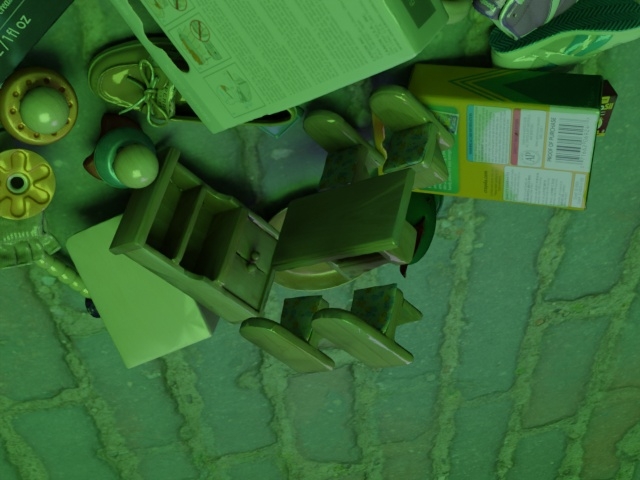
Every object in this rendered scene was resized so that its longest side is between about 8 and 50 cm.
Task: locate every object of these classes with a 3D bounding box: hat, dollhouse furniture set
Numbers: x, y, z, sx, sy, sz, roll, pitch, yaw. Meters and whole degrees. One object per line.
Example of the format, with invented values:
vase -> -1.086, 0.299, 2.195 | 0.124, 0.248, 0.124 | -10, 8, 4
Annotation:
hat -> 0.165, 0.019, 1.404 | 0.209, 0.183, 0.173 | -20, 140, -22
dollhouse furniture set -> -0.059, -0.028, 1.201 | 0.394, 0.362, 0.256 | -13, 141, 42

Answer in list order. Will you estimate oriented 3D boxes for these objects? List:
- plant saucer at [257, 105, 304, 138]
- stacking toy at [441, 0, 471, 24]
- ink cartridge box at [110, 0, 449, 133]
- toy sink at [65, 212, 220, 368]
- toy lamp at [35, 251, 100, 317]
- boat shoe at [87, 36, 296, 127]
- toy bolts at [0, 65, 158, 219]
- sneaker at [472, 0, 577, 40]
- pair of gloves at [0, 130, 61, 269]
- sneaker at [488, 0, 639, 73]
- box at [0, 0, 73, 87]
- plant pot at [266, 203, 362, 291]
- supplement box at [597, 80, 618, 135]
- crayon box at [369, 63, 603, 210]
plant saucer -> -0.111, -0.211, 1.253 | 0.067, 0.018, 0.192 | -40, 131, 24
stacking toy -> 0.172, -0.433, 1.018 | 0.141, 0.141, 0.330 | 6, 130, -20
ink cartridge box -> -0.086, -0.301, 0.975 | 0.385, 0.091, 0.308 | -11, 123, 49
toy sink -> -0.280, 0.060, 1.383 | 0.153, 0.131, 0.234 | -23, 103, 7
toy lamp -> -0.441, 0.035, 1.379 | 0.080, 0.080, 0.275 | -30, 134, 17
boat shoe -> -0.172, -0.208, 1.162 | 0.285, 0.089, 0.104 | 0, 133, -8
toy bolts -> -0.334, -0.107, 1.153 | 0.229, 0.158, 0.218 | 14, 99, -32
sneaker -> 0.260, -0.359, 1.073 | 0.161, 0.102, 0.282 | -38, 147, -3
pair of gloves -> -0.522, -0.032, 1.247 | 0.240, 0.042, 0.204 | -22, 98, 1
sneaker -> 0.363, -0.292, 1.251 | 0.229, 0.087, 0.092 | -12, 144, 8
box -> -0.418, -0.372, 0.828 | 0.396, 0.211, 0.294 | 28, 134, -35
plant pot -> 0.000, 0.000, 1.492 | 0.236, 0.032, 0.236 | -7, 136, -7
supplement box -> 0.436, -0.210, 1.378 | 0.055, 0.043, 0.083 | -6, 136, -8
crayon box -> 0.247, -0.158, 1.291 | 0.323, 0.083, 0.203 | 7, 141, 15
